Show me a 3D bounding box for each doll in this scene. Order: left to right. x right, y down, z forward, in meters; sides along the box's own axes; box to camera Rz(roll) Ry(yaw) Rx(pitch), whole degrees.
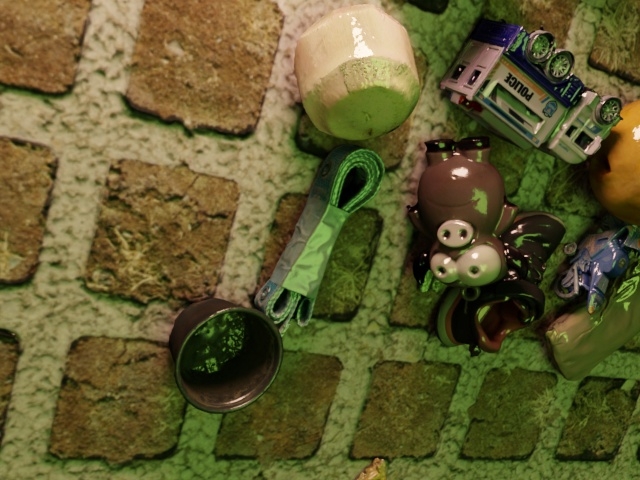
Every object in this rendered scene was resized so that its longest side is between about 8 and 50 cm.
[{"bbox_3d":[0.224,-0.030,1.179,0.117,0.182,0.257,-16,104,-68],"label":"doll"}]

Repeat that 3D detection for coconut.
[{"bbox_3d":[0.049,-0.230,1.023,0.171,0.182,0.170,-5,147,-3],"label":"coconut"}]

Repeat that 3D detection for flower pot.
[{"bbox_3d":[-0.145,0.153,1.077,0.158,0.107,0.157,-8,108,-27],"label":"flower pot"}]

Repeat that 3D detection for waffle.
[{"bbox_3d":[0.032,0.461,1.310,0.191,0.032,0.125,-18,115,-22],"label":"waffle"}]

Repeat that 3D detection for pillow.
[{"bbox_3d":[0.541,0.152,1.449,0.270,0.067,0.173,-36,124,-12],"label":"pillow"}]

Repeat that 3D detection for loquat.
[{"bbox_3d":[0.570,-0.135,1.299,0.239,0.193,0.238,1,87,-11],"label":"loquat"}]

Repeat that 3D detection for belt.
[{"bbox_3d":[0.000,0.000,1.119,0.087,0.072,0.302,25,94,-29],"label":"belt"}]

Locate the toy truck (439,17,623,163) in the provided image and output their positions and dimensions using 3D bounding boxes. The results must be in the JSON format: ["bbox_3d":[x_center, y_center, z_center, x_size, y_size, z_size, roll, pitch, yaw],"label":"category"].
[{"bbox_3d":[0.332,-0.218,1.191,0.268,0.124,0.155,30,98,-29],"label":"toy truck"}]

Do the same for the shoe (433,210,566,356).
[{"bbox_3d":[0.315,0.072,1.266,0.114,0.137,0.291,41,84,-32],"label":"shoe"}]

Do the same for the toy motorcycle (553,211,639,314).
[{"bbox_3d":[0.505,0.032,1.363,0.076,0.114,0.205,38,87,-32],"label":"toy motorcycle"}]

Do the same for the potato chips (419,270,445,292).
[{"bbox_3d":[0.231,-0.001,1.261,0.092,0.028,0.207,18,94,-24],"label":"potato chips"}]
